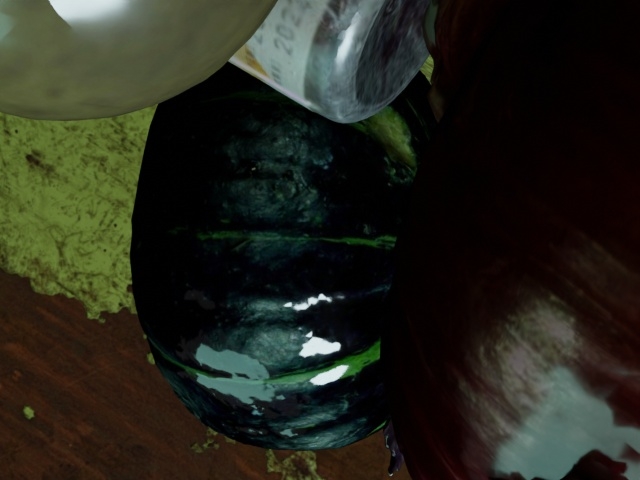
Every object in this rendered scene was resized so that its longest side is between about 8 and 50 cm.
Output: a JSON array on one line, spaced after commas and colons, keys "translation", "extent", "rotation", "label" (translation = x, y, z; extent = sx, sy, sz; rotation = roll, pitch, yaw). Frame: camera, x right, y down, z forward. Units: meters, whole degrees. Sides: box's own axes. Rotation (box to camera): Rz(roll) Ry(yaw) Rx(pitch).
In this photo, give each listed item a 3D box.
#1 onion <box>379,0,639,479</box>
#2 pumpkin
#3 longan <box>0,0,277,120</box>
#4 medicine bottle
[{"translation": [0.127, -0.023, 0.584], "extent": [0.232, 0.314, 0.314], "rotation": [30, 179, 13], "label": "onion"}, {"translation": [0.000, 0.000, 1.386], "extent": [0.238, 0.315, 0.315], "rotation": [3, 170, 18], "label": "pumpkin"}, {"translation": [-0.146, -0.208, 0.998], "extent": [0.297, 0.297, 0.297], "rotation": [32, 179, 0], "label": "longan"}, {"translation": [-0.052, -0.206, 1.257], "extent": [0.273, 0.165, 0.165], "rotation": [31, 179, 19], "label": "medicine bottle"}]
